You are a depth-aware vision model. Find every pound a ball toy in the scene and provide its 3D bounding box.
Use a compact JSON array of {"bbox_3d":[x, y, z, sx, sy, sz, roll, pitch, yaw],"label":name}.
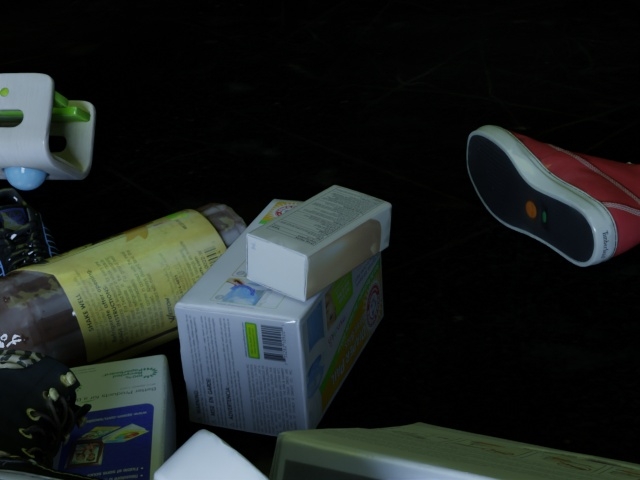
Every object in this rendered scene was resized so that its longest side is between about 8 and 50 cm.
[{"bbox_3d":[-0.473,-0.137,1.402,0.319,0.135,0.208,1,-10,15],"label":"pound a ball toy"}]

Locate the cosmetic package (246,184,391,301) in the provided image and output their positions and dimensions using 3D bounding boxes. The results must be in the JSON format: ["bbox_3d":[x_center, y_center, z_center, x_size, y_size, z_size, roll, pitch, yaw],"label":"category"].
[{"bbox_3d":[0.000,0.000,0.876,0.060,0.041,0.115,21,34,32],"label":"cosmetic package"}]

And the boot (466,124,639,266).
[{"bbox_3d":[0.278,-0.065,1.174,0.176,0.088,0.244,-17,35,-23],"label":"boot"}]

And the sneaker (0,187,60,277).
[{"bbox_3d":[-0.297,0.021,1.111,0.081,0.090,0.232,-16,26,-20],"label":"sneaker"}]

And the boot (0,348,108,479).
[{"bbox_3d":[-0.177,0.134,0.700,0.237,0.085,0.178,1,23,17],"label":"boot"}]

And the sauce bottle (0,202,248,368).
[{"bbox_3d":[-0.215,0.064,0.975,0.344,0.111,0.111,-20,28,-31],"label":"sauce bottle"}]

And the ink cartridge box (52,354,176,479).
[{"bbox_3d":[-0.181,0.192,0.749,0.165,0.065,0.332,-7,23,-2],"label":"ink cartridge box"}]

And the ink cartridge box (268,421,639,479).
[{"bbox_3d":[0.139,0.166,0.697,0.275,0.060,0.239,7,-5,25],"label":"ink cartridge box"}]

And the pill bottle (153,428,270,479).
[{"bbox_3d":[-0.102,0.205,0.527,0.229,0.131,0.131,-45,38,-17],"label":"pill bottle"}]

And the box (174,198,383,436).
[{"bbox_3d":[-0.026,0.058,0.937,0.103,0.114,0.203,6,29,19],"label":"box"}]
